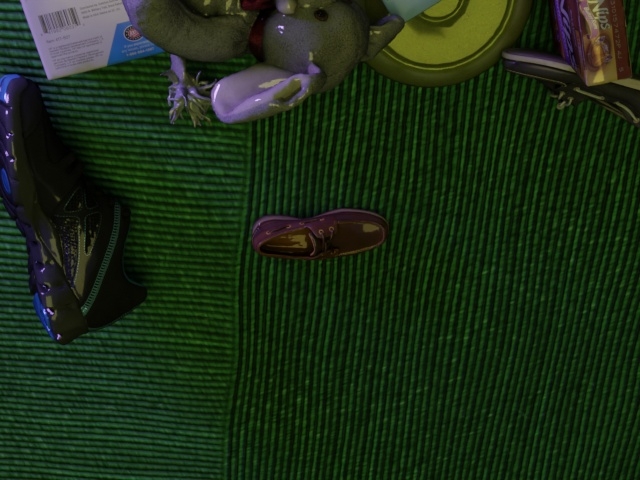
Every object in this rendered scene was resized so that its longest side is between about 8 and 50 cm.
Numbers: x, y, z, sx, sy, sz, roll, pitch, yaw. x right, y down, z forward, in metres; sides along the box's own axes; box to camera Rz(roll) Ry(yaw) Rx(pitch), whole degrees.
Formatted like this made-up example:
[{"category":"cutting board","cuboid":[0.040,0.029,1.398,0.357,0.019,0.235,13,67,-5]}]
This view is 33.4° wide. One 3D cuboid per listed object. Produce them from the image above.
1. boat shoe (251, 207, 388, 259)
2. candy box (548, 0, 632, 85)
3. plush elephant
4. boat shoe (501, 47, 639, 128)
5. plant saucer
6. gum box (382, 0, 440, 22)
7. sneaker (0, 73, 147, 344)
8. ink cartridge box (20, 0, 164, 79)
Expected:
[{"category":"boat shoe","cuboid":[0.000,0.000,1.364,0.178,0.060,0.064,-3,114,1]},{"category":"candy box","cuboid":[0.294,-0.251,1.188,0.053,0.186,0.109,-12,113,4]},{"category":"plush elephant","cuboid":[-0.059,-0.254,1.127,0.255,0.272,0.330,10,125,21]},{"category":"boat shoe","cuboid":[0.309,-0.182,1.281,0.206,0.075,0.065,11,111,-11]},{"category":"plant saucer","cuboid":[0.135,-0.292,1.251,0.241,0.037,0.241,0,113,-1]},{"category":"gum box","cuboid":[0.125,-0.353,1.181,0.184,0.041,0.157,-29,110,11]},{"category":"sneaker","cuboid":[-0.318,-0.047,1.330,0.140,0.125,0.341,-19,112,-22]},{"category":"ink cartridge box","cuboid":[-0.266,-0.303,1.214,0.148,0.086,0.203,-12,113,4]}]
